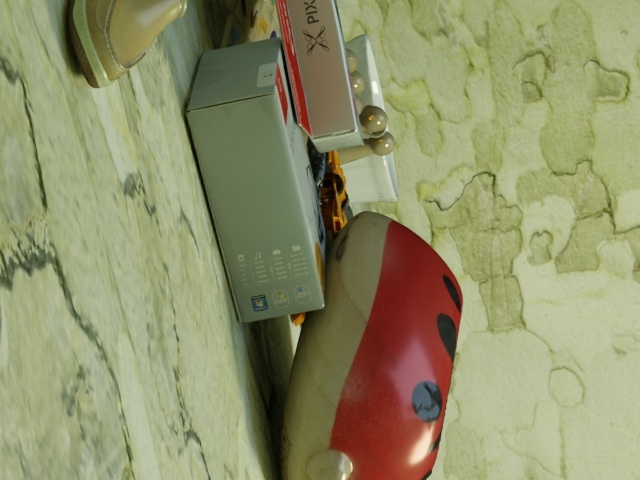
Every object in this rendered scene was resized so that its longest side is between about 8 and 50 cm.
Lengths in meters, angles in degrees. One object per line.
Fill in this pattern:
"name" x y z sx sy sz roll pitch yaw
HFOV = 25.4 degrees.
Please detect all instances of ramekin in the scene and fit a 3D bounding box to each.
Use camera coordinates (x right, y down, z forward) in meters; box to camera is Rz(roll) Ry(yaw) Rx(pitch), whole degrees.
"ramekin" 0.037 -0.186 2.312 0.277 0.135 0.277 -11 90 -84

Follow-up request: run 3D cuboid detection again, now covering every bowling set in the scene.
"bowling set" 0.011 -0.226 2.049 0.287 0.154 0.200 48 32 -79

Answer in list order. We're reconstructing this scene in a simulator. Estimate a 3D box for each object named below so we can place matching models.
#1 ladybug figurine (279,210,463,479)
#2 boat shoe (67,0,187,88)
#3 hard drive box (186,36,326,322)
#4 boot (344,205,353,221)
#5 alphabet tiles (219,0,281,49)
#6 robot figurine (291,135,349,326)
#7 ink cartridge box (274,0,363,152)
"ladybug figurine" 0.064 0.142 1.564 0.449 0.162 0.305 -69 167 -60
"boat shoe" -0.132 -0.169 1.018 0.190 0.072 0.068 -90 168 -58
"hard drive box" -0.060 -0.064 1.432 0.181 0.089 0.232 -89 167 -64
"boot" 0.050 0.061 2.169 0.338 0.118 0.222 79 -3 -66
"alphabet tiles" -0.063 -0.313 1.695 0.342 0.011 0.285 53 48 -77
"robot figurine" 0.000 0.000 1.896 0.211 0.085 0.291 70 12 -59
"ink cartridge box" -0.011 -0.245 1.543 0.239 0.060 0.275 37 42 -86
